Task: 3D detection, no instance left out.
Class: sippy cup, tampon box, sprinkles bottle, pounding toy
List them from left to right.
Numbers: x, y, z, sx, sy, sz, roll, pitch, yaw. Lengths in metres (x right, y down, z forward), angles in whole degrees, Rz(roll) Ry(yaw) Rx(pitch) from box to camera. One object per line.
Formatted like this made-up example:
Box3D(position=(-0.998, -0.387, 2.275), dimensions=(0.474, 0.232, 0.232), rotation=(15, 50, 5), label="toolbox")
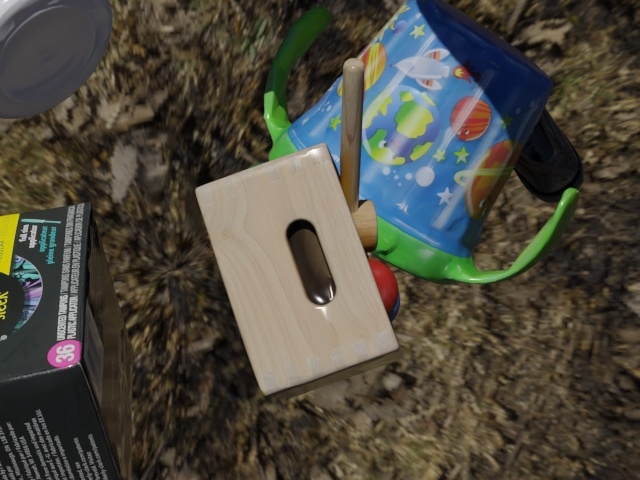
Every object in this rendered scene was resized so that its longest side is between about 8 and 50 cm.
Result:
Box3D(position=(-0.303, -0.239, 0.942), dimensions=(0.121, 0.121, 0.355), rotation=(-43, 65, -6), label="sprinkles bottle")
Box3D(position=(-0.176, 0.066, 0.585), dimensions=(0.161, 0.120, 0.101), rotation=(-9, 128, -1), label="tampon box")
Box3D(position=(0.000, 0.000, 0.664), dimensions=(0.100, 0.130, 0.141), rotation=(-19, 82, 2), label="pounding toy")
Box3D(position=(0.103, -0.112, 1.253), dimensions=(0.305, 0.240, 0.224), rotation=(30, 104, -16), label="sippy cup")

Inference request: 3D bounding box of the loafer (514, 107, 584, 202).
Box3D(position=(0.213, -0.161, 1.480), dimensions=(0.096, 0.084, 0.267), rotation=(-39, 60, 5), label="loafer")
